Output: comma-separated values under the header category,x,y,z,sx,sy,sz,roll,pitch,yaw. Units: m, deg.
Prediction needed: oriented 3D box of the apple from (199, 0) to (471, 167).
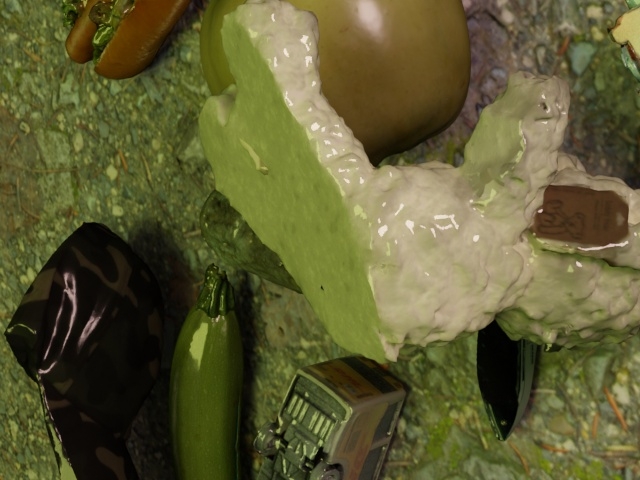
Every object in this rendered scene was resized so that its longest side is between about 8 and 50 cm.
category,x,y,z,sx,sy,sz,roll,pitch,yaw
apple,0.015,-0.179,1.478,0.262,0.262,0.262,12,107,42

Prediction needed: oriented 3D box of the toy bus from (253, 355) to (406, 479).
category,x,y,z,sx,sy,sz,roll,pitch,yaw
toy bus,-0.016,0.290,1.688,0.097,0.138,0.342,33,120,32

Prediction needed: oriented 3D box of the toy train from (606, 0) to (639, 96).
category,x,y,z,sx,sy,sz,roll,pitch,yaw
toy train,0.316,-0.132,1.304,0.072,0.099,0.188,-33,76,40

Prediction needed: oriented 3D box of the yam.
category,x,y,z,sx,sy,sz,roll,pitch,yaw
yam,0.000,0.000,1.614,0.330,0.133,0.133,15,109,41

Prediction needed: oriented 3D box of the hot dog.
category,x,y,z,sx,sy,sz,roll,pitch,yaw
hot dog,-0.202,-0.304,1.755,0.337,0.100,0.135,-48,68,38

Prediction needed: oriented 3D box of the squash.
category,x,y,z,sx,sy,sz,roll,pitch,yaw
squash,-0.133,0.182,1.813,0.094,0.094,0.341,17,115,40

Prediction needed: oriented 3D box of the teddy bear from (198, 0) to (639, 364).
category,x,y,z,sx,sy,sz,roll,pitch,yaw
teddy bear,0.139,-0.048,1.326,0.375,0.362,0.327,60,152,22

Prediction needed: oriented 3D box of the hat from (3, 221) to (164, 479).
category,x,y,z,sx,sy,sz,roll,pitch,yaw
hat,-0.233,0.196,1.838,0.381,0.257,0.366,50,173,0

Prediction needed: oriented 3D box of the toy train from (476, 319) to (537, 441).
category,x,y,z,sx,sy,sz,roll,pitch,yaw
toy train,0.186,0.076,1.513,0.055,0.048,0.251,14,115,36
